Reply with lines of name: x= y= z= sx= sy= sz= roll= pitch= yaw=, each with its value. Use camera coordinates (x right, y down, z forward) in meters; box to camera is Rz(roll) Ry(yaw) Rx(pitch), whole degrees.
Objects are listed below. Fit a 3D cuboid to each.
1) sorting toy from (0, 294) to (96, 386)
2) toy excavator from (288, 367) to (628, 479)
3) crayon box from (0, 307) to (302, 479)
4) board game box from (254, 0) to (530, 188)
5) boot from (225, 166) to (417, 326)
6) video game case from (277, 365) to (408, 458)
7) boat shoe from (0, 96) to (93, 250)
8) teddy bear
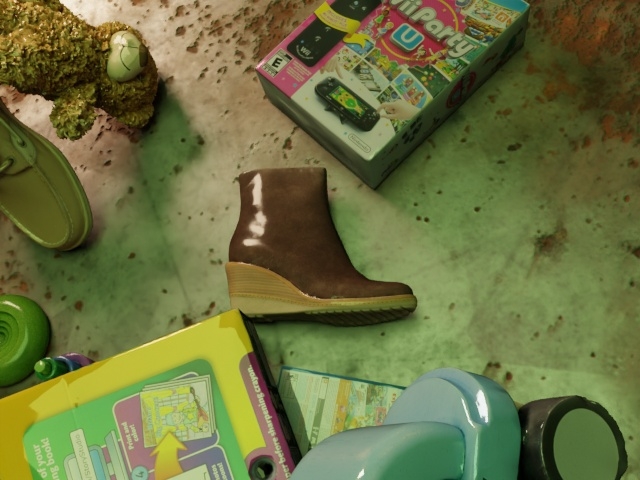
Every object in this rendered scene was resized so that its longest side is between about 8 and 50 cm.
sorting toy: x=-0.456 y=0.105 z=1.024 sx=0.365 sy=0.126 sz=0.127 roll=24 pitch=75 yaw=18
toy excavator: x=0.017 y=0.305 z=0.698 sx=0.445 sy=0.222 sz=0.433 roll=19 pitch=68 yaw=-20
crayon box: x=-0.169 y=0.303 z=0.885 sx=0.313 sy=0.106 sz=0.363 roll=-22 pitch=74 yaw=-1
board game box: x=0.097 y=-0.254 z=1.080 sx=0.303 sy=0.097 sz=0.224 roll=-44 pitch=69 yaw=-9
boot: x=0.000 y=0.000 z=1.001 sx=0.248 sy=0.090 sz=0.207 roll=-1 pitch=71 yaw=14
video game case: x=0.021 y=0.223 z=0.954 sx=0.166 sy=0.015 sz=0.119 roll=8 pitch=70 yaw=13
boat shoe: x=-0.443 y=-0.116 z=1.043 sx=0.122 sy=0.110 sz=0.341 roll=-36 pitch=99 yaw=19
teddy bear: x=-0.359 y=-0.249 z=1.037 sx=0.113 sy=0.338 sz=0.245 roll=-46 pitch=37 yaw=36
